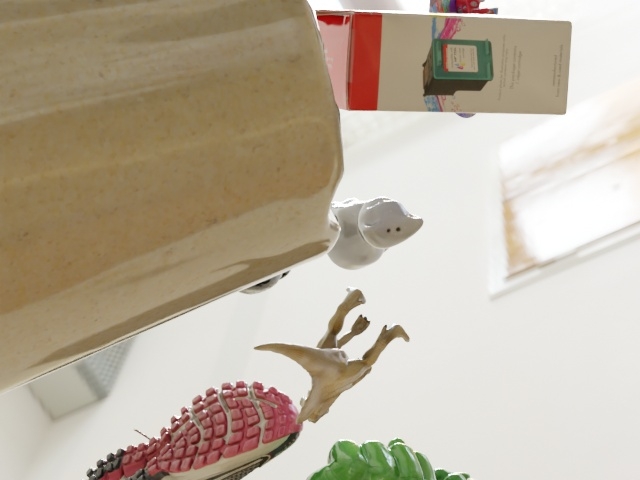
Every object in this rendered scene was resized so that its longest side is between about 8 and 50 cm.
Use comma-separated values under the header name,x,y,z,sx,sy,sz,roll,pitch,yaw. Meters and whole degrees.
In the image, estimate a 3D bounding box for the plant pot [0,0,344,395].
name,x,y,z,sx,sy,sz,roll,pitch,yaw
plant pot,-0.162,-0.059,0.727,0.334,0.305,0.333,164,90,-75

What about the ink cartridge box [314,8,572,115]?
name,x,y,z,sx,sy,sz,roll,pitch,yaw
ink cartridge box,0.068,-0.145,0.976,0.134,0.231,0.078,-146,57,-71

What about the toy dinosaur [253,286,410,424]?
name,x,y,z,sx,sy,sz,roll,pitch,yaw
toy dinosaur,0.011,0.082,0.800,0.053,0.092,0.183,36,166,17

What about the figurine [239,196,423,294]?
name,x,y,z,sx,sy,sz,roll,pitch,yaw
figurine,0.000,0.000,1.403,0.209,0.215,0.092,166,92,-77

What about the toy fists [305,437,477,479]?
name,x,y,z,sx,sy,sz,roll,pitch,yaw
toy fists,0.097,0.299,1.338,0.279,0.142,0.096,32,-148,-33

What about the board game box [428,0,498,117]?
name,x,y,z,sx,sy,sz,roll,pitch,yaw
board game box,0.154,-0.213,1.249,0.133,0.033,0.168,35,-126,-53

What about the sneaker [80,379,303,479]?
name,x,y,z,sx,sy,sz,roll,pitch,yaw
sneaker,-0.142,0.261,1.378,0.112,0.299,0.121,47,-155,-30
